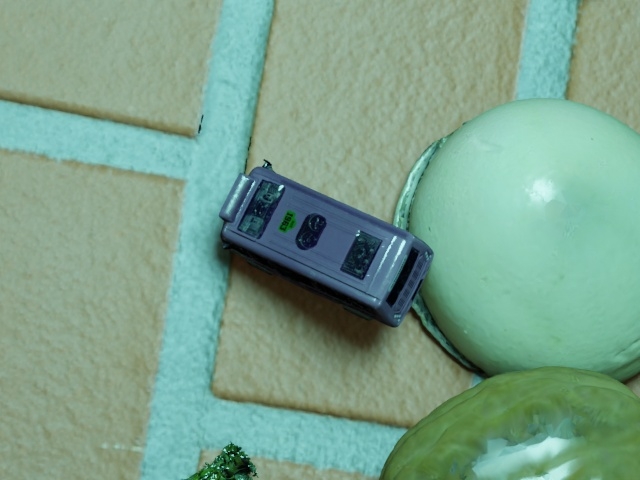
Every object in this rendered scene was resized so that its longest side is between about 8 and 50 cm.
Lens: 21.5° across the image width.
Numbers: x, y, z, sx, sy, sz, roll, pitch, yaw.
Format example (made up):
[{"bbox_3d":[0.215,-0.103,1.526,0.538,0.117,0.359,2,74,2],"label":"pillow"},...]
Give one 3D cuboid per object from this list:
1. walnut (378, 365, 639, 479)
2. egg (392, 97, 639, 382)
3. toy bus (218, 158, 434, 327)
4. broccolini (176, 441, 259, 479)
[{"bbox_3d":[0.171,0.222,1.436,0.261,0.225,0.225,-28,90,-4],"label":"walnut"},{"bbox_3d":[0.220,0.006,1.486,0.286,0.174,0.264,42,82,-8],"label":"egg"},{"bbox_3d":[0.000,0.000,1.455,0.178,0.098,0.087,24,85,20],"label":"toy bus"},{"bbox_3d":[-0.176,0.229,1.460,0.254,0.071,0.057,-7,127,-6],"label":"broccolini"}]
